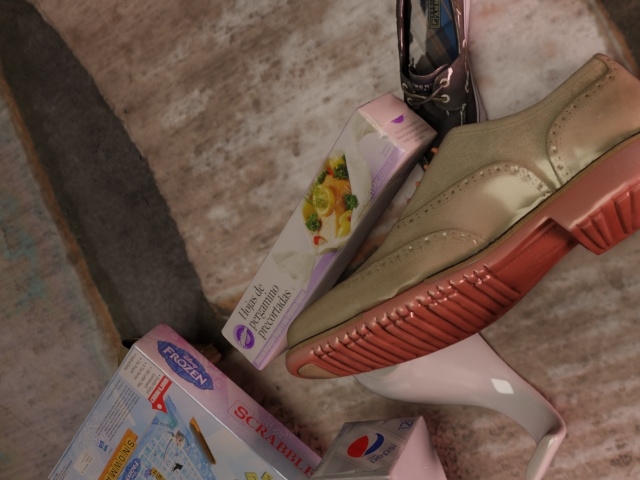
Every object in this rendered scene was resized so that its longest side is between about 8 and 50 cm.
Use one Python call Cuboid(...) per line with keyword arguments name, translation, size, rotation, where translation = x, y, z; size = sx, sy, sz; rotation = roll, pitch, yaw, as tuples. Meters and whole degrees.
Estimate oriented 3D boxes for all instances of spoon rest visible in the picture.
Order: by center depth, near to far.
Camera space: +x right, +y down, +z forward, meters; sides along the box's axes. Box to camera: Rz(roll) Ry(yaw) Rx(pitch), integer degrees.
Cuboid(name="spoon rest", translation=(0.123, 0.129, 0.947), size=(0.276, 0.084, 0.137), rotation=(35, 115, 32))

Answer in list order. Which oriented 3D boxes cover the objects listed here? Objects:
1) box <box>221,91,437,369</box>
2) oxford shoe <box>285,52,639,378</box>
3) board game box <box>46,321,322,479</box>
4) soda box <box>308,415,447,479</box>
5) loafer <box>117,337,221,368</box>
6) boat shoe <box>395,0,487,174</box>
Cuboid(name="box", translation=(0.000, 0.000, 0.946), size=(0.063, 0.067, 0.324), rotation=(43, 129, 13))
Cuboid(name="oxford shoe", translation=(0.127, -0.011, 0.858), size=(0.397, 0.140, 0.147), rotation=(-32, 64, 10))
Cuboid(name="board game box", translation=(-0.142, 0.305, 1.087), size=(0.318, 0.066, 0.319), rotation=(41, 121, 6))
Cuboid(name="soda box", translation=(0.091, 0.317, 0.946), size=(0.091, 0.098, 0.286), rotation=(-11, 111, 30))
Cuboid(name="loafer", translation=(-0.181, 0.133, 1.111), size=(0.148, 0.056, 0.050), rotation=(-11, 102, 29))
Cuboid(name="boat shoe", translation=(0.105, -0.158, 0.883), size=(0.080, 0.076, 0.229), rotation=(5, 103, 27))
